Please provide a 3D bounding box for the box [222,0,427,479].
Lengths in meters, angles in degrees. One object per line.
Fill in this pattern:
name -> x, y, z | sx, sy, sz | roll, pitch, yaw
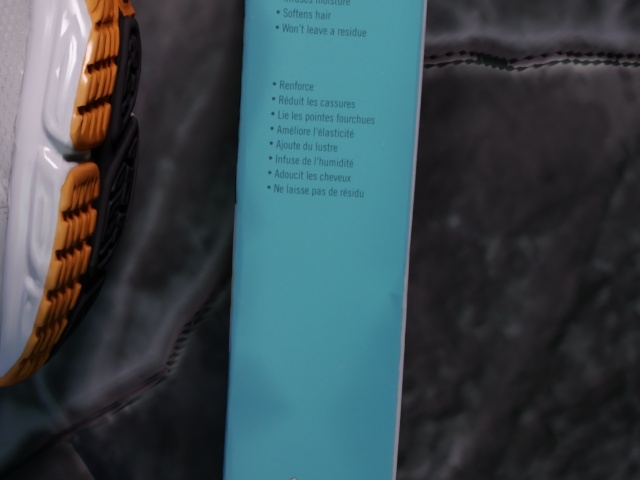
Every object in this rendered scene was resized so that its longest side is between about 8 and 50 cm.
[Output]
box -> 0.000, 0.000, 0.629 | 0.060, 0.100, 0.244 | 3, 101, 0

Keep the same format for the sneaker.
sneaker -> -0.127, -0.082, 0.624 | 0.121, 0.099, 0.262 | 5, 94, 6
